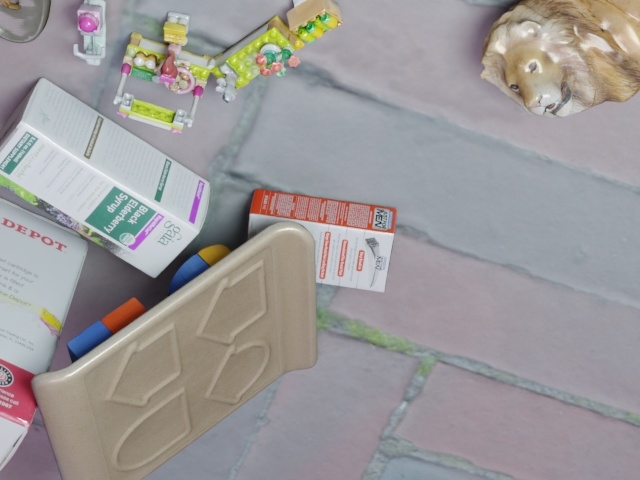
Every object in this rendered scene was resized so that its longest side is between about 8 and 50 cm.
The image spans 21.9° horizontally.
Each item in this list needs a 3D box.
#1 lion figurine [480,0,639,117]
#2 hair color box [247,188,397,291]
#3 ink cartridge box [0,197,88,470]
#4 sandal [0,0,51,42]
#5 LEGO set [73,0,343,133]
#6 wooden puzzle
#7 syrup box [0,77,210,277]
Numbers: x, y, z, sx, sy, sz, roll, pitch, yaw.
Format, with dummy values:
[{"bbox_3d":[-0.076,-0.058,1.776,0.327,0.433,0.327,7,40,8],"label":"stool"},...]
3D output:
[{"bbox_3d":[0.345,-0.263,1.622,0.240,0.142,0.392,30,113,-7],"label":"lion figurine"},{"bbox_3d":[0.000,0.000,1.919,0.167,0.053,0.093,9,130,2],"label":"hair color box"},{"bbox_3d":[-0.415,0.091,1.884,0.226,0.306,0.131,26,128,-13],"label":"ink cartridge box"},{"bbox_3d":[-0.322,-0.295,1.710,0.090,0.060,0.219,13,130,-3],"label":"sandal"},{"bbox_3d":[-0.119,-0.184,1.745,0.287,0.107,0.132,0,130,8],"label":"LEGO set"},{"bbox_3d":[-0.166,0.136,1.907,0.348,0.080,0.322,-31,151,-18],"label":"wooden puzzle"},{"bbox_3d":[-0.249,-0.069,1.867,0.237,0.096,0.093,33,126,-18],"label":"syrup box"}]
